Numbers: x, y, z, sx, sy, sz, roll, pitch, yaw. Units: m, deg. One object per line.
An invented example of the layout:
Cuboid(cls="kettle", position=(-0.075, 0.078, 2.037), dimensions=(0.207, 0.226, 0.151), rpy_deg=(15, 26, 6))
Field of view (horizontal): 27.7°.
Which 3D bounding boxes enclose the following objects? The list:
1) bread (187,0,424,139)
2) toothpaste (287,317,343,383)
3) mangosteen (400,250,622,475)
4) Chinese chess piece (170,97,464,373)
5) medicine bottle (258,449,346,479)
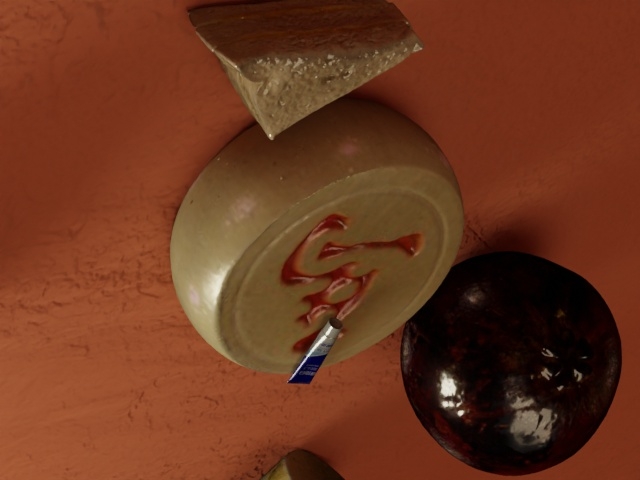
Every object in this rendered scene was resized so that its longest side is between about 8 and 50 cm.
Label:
Cuboid(cls="bread", position=(-0.008, -0.159, 0.983), dimensions=(0.152, 0.077, 0.105), rpy_deg=(-33, 145, -5))
Cuboid(cls="toothpaste", position=(-0.003, 0.101, 1.159), dimensions=(0.024, 0.015, 0.083), rpy_deg=(7, 132, -31))
Cuboid(cls="mangosteen", position=(0.182, 0.125, 1.370), dimensions=(0.235, 0.235, 0.261), rpy_deg=(-14, -178, -26))
Cuboid(cls="Chinese chess piece", position=(0.000, 0.000, 1.145), dimensions=(0.273, 0.102, 0.273), rpy_deg=(-21, 142, -18))
Cuboid(cls="medicine bottle", position=(-0.095, 0.397, 1.468), dimensions=(0.322, 0.151, 0.151), rpy_deg=(-44, 143, 12))
